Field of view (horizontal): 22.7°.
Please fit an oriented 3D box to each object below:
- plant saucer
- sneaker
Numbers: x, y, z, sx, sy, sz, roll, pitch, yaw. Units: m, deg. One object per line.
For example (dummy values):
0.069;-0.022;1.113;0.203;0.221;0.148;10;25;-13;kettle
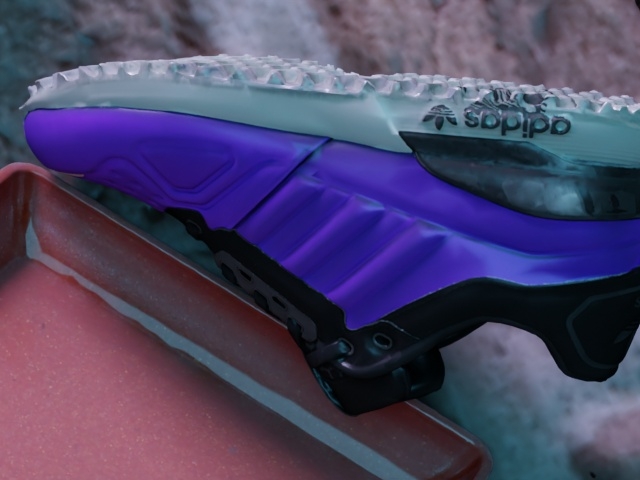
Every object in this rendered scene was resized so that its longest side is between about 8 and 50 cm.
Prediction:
-0.093;0.109;0.637;0.259;0.048;0.258;31;43;9;plant saucer
0.000;0.000;0.671;0.293;0.102;0.146;8;101;22;sneaker
